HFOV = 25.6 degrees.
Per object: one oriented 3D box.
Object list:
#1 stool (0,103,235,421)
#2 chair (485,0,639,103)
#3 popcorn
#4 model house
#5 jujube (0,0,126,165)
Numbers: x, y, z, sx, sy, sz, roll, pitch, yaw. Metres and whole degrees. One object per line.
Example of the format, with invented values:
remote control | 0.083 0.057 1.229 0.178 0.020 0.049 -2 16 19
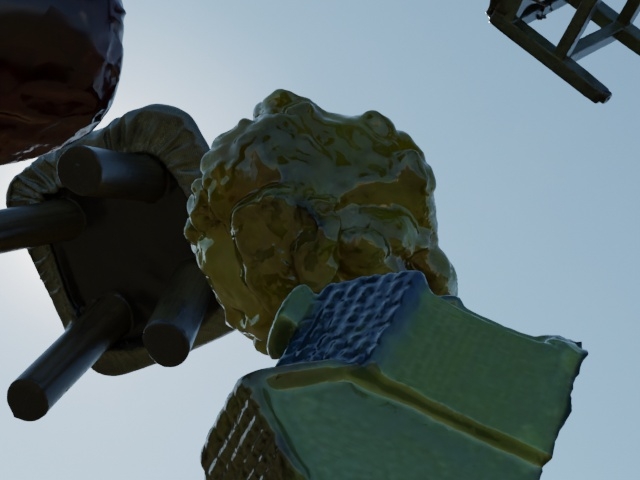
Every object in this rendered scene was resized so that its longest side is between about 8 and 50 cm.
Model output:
stool | -0.263 0.027 1.711 0.310 0.226 0.310 -24 -84 24
chair | 0.208 -0.267 1.263 0.270 0.136 0.147 41 -47 18
popcorn | 0.000 0.000 1.255 0.266 0.233 0.192 38 -32 -15
model house | 0.034 0.128 0.890 0.189 0.214 0.195 29 -40 0
jujube | -0.303 -0.149 1.000 0.318 0.223 0.223 1 -25 -25
